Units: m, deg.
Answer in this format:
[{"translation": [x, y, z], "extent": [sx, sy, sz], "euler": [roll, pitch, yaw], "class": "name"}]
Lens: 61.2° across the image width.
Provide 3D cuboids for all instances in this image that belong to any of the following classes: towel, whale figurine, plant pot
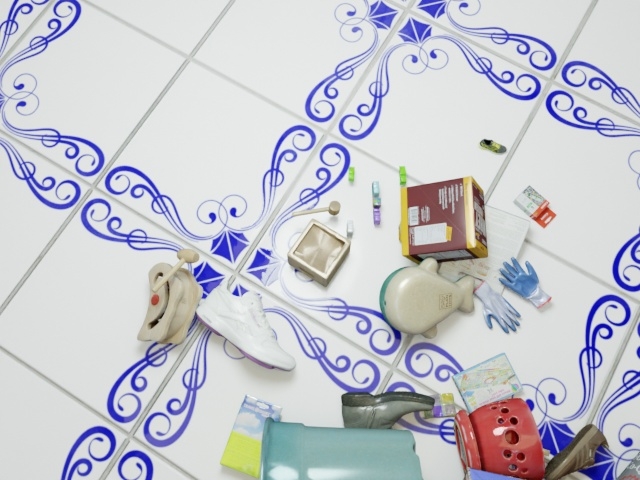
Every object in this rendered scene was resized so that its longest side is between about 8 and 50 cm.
[{"translation": [0.310, 0.430, 1.408], "extent": [0.083, 0.009, 0.060], "euler": [-4, 76, -1], "class": "towel"}, {"translation": [0.279, 0.149, 1.435], "extent": [0.272, 0.141, 0.216], "euler": [-5, 97, -23], "class": "whale figurine"}, {"translation": [0.050, 0.561, 1.199], "extent": [0.334, 0.341, 0.341], "euler": [-3, 75, 1], "class": "plant pot"}, {"translation": [0.422, 0.487, 1.300], "extent": [0.174, 0.191, 0.191], "euler": [-10, 75, 1], "class": "plant pot"}]

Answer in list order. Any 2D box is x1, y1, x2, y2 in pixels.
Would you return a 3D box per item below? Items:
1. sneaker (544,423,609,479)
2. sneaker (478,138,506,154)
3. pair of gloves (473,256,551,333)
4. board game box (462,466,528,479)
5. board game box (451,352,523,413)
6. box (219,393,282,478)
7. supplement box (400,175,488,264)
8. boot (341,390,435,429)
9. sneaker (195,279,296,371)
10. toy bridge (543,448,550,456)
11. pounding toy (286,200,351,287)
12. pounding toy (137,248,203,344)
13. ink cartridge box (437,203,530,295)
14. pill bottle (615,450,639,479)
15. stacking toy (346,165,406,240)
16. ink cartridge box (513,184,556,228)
[{"translation": [0.641, 0.544, 1.345], "extent": [0.188, 0.066, 0.071], "euler": [-41, 79, -9], "class": "sneaker"}, {"translation": [0.504, -0.275, 1.582], "extent": [0.083, 0.035, 0.031], "euler": [13, 76, 4], "class": "sneaker"}, {"translation": [0.511, 0.150, 1.457], "extent": [0.198, 0.023, 0.159], "euler": [-41, 83, 0], "class": "pair of gloves"}, {"translation": [0.410, 0.688, 1.201], "extent": [0.232, 0.141, 0.291], "euler": [12, 110, 3], "class": "board game box"}, {"translation": [0.435, 0.371, 1.414], "extent": [0.154, 0.026, 0.103], "euler": [-22, 76, -5], "class": "board game box"}, {"translation": [-0.173, 0.496, 1.378], "extent": [0.109, 0.042, 0.178], "euler": [19, 76, 5], "class": "box"}, {"translation": [0.327, -0.049, 1.435], "extent": [0.194, 0.129, 0.191], "euler": [-8, 73, 29], "class": "supplement box"}, {"translation": [0.168, 0.468, 1.372], "extent": [0.246, 0.083, 0.161], "euler": [-3, 83, 8], "class": "boot"}, {"translation": [-0.177, 0.222, 1.414], "extent": [0.305, 0.114, 0.152], "euler": [35, 79, 9], "class": "sneaker"}, {"translation": [0.527, 0.599, 1.332], "extent": [0.026, 0.063, 0.188], "euler": [16, 77, 4], "class": "toy bridge"}, {"translation": [-0.005, -0.009, 1.489], "extent": [0.181, 0.094, 0.206], "euler": [31, 72, 11], "class": "pounding toy"}, {"translation": [-0.415, 0.136, 1.401], "extent": [0.154, 0.155, 0.270], "euler": [18, 86, 40], "class": "pounding toy"}, {"translation": [0.448, 0.021, 1.507], "extent": [0.189, 0.066, 0.232], "euler": [21, 97, 6], "class": "ink cartridge box"}, {"translation": [0.845, 0.569, 1.263], "extent": [0.363, 0.210, 0.210], "euler": [-43, 79, -11], "class": "pill bottle"}, {"translation": [0.159, -0.108, 1.537], "extent": [0.166, 0.052, 0.221], "euler": [2, 73, -1], "class": "stacking toy"}, {"translation": [0.612, -0.095, 1.535], "extent": [0.063, 0.029, 0.115], "euler": [-44, 78, -10], "class": "ink cartridge box"}]
